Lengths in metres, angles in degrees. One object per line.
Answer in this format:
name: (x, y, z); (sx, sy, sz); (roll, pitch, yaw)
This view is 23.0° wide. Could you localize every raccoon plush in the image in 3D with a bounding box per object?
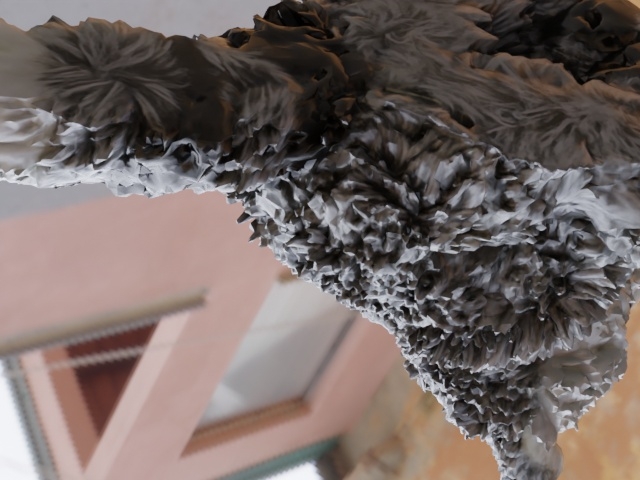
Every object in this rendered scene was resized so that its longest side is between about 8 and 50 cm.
raccoon plush: (0.000, 0.000, 0.868); (0.447, 0.299, 0.216); (5, -139, -13)
